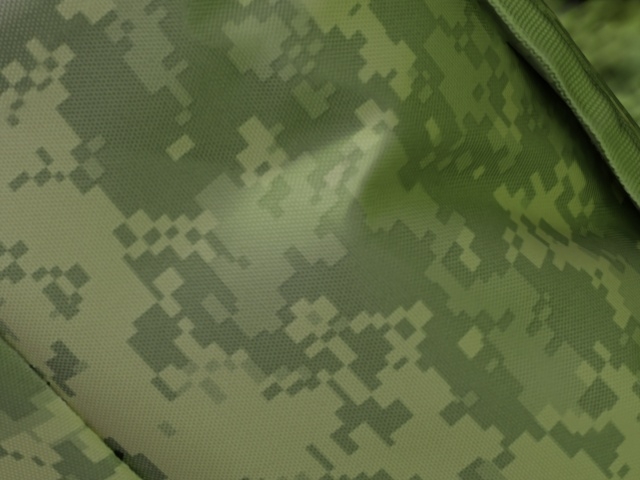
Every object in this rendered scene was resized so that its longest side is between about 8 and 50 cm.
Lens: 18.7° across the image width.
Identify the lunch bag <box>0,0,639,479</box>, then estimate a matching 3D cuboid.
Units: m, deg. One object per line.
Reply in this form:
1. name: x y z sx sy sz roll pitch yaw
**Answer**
1. lunch bag: -0.023 0.003 0.623 0.256 0.212 0.305 -31 111 24
